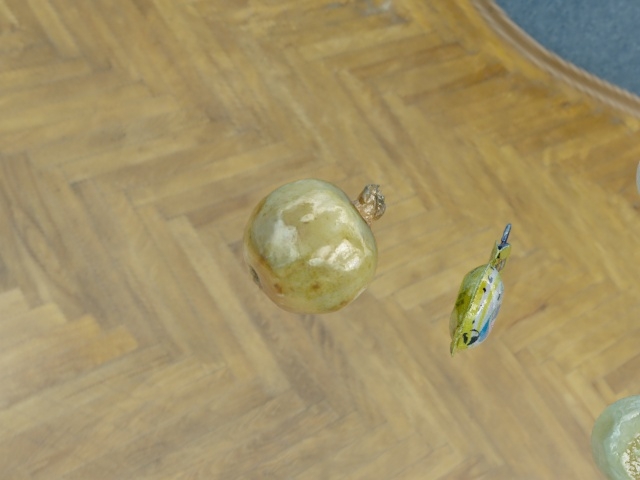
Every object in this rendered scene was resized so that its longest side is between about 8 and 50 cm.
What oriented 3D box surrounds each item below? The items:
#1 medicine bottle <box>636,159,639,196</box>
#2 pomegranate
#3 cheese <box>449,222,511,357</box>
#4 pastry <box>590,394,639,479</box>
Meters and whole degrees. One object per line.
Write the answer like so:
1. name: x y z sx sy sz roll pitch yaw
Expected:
1. medicine bottle: 0.508 -0.060 1.268 0.341 0.130 0.130 9 51 -51
2. pomegranate: -0.014 0.010 1.468 0.207 0.207 0.207 14 53 -20
3. cheese: 0.247 0.072 1.513 0.064 0.157 0.250 20 50 13
4. pastry: 0.493 0.315 1.536 0.156 0.092 0.156 -1 98 -8
